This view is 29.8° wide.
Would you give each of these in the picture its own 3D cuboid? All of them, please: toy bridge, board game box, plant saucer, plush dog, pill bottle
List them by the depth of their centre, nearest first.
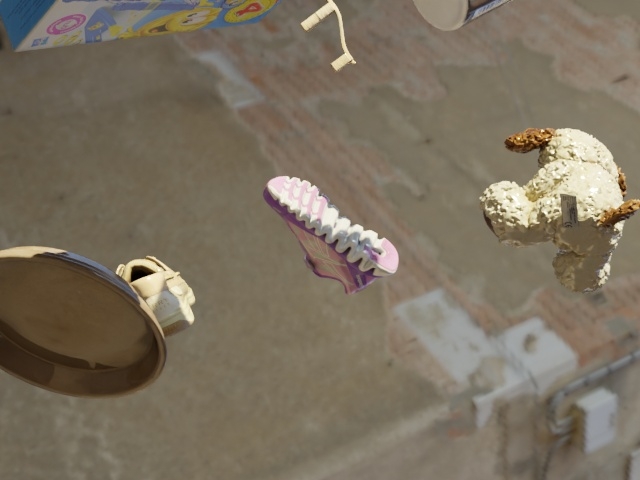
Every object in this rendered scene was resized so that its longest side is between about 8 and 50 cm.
[{"bbox_3d":[-0.108,-0.296,1.116,0.308,0.302,0.086,-31,-102,49],"label":"board game box"},{"bbox_3d":[-0.320,0.100,1.490,0.278,0.278,0.041,105,0,-49],"label":"plant saucer"},{"bbox_3d":[0.260,-0.419,1.816,0.130,0.245,0.130,39,-34,33],"label":"pill bottle"},{"bbox_3d":[0.398,-0.081,1.873,0.210,0.262,0.225,-37,-147,39],"label":"plush dog"},{"bbox_3d":[-0.002,-0.355,1.914,0.188,0.063,0.026,53,1,2],"label":"toy bridge"}]

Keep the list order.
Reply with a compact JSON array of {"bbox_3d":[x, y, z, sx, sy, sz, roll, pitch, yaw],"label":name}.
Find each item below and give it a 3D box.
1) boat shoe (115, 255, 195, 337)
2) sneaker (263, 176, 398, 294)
[{"bbox_3d":[-0.274,0.077,1.957,0.110,0.121,0.341,68,-11,-10],"label":"boat shoe"},{"bbox_3d":[0.000,0.000,1.845,0.236,0.095,0.104,38,-57,-6],"label":"sneaker"}]
